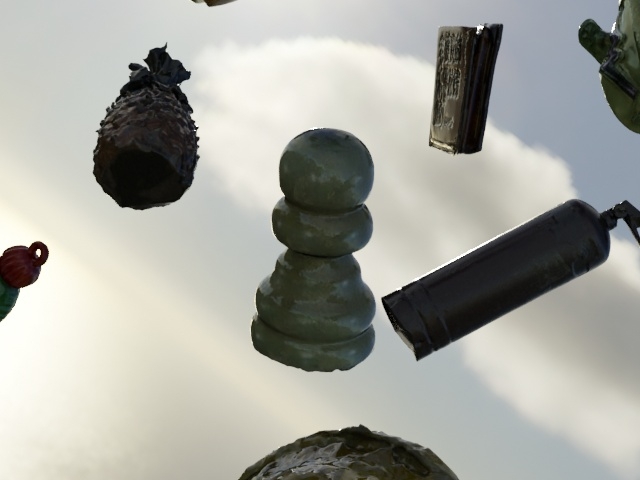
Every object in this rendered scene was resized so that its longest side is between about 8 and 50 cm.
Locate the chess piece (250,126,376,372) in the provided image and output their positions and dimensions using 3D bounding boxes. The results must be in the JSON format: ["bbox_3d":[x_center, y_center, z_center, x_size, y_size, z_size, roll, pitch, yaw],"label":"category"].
[{"bbox_3d":[0.000,0.000,1.735,0.133,0.243,0.133,4,24,-2],"label":"chess piece"}]

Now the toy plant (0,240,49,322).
[{"bbox_3d":[-0.444,0.060,2.126,0.154,0.240,0.088,45,18,30],"label":"toy plant"}]

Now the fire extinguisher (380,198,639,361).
[{"bbox_3d":[0.194,0.031,1.586,0.089,0.268,0.072,62,-4,14],"label":"fire extinguisher"}]

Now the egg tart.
[{"bbox_3d":[0.001,0.385,1.870,0.388,0.388,0.169,35,1,35],"label":"egg tart"}]

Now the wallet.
[{"bbox_3d":[0.166,-0.185,2.034,0.042,0.160,0.195,9,6,-11],"label":"wallet"}]

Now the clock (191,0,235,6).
[{"bbox_3d":[-0.112,-0.462,2.299,0.200,0.317,0.244,-39,-100,44],"label":"clock"}]

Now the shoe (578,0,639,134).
[{"bbox_3d":[0.395,-0.232,2.036,0.140,0.128,0.262,44,27,-29],"label":"shoe"}]

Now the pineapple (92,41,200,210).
[{"bbox_3d":[-0.163,-0.120,1.631,0.108,0.108,0.197,41,33,-30],"label":"pineapple"}]
